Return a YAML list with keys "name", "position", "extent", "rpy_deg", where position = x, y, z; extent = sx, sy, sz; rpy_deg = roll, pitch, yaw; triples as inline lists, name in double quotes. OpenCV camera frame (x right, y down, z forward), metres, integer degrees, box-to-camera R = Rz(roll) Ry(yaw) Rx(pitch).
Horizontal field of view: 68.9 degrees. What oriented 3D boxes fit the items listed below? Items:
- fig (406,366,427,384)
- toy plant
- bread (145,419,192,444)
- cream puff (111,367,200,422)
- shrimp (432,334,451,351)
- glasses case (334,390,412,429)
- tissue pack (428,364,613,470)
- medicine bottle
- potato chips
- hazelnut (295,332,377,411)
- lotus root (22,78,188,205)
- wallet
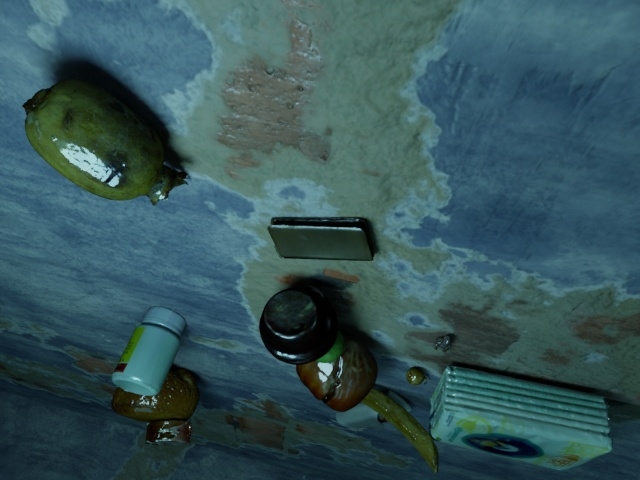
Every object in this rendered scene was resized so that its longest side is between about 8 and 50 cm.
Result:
- name: "fig"
  position: [0.272, 0.381, 1.294]
  extent: [0.050, 0.050, 0.083]
  rpy_deg: [-20, 141, 39]
- name: "toy plant"
  position: [-0.052, 0.201, 1.081]
  extent: [0.218, 0.175, 0.235]
  rpy_deg: [23, 158, 21]
- name: "bread"
  position: [-0.537, 0.683, 1.652]
  extent: [0.160, 0.073, 0.160]
  rpy_deg: [-2, 149, -1]
- name: "cream puff"
  position: [-0.594, 0.559, 1.720]
  extent: [0.302, 0.212, 0.303]
  rpy_deg: [3, 146, 2]
- name: "shrimp"
  position: [0.293, 0.251, 1.129]
  extent: [0.038, 0.029, 0.092]
  rpy_deg: [7, 147, 11]
- name: "glasses case"
  position: [0.170, 0.587, 1.571]
  extent: [0.128, 0.083, 0.308]
  rpy_deg: [29, 142, -16]
- name: "tissue pack"
  position: [0.499, 0.471, 1.232]
  extent: [0.387, 0.162, 0.287]
  rpy_deg: [9, 146, 10]
- name: "medicine bottle"
  position: [-0.487, 0.318, 1.344]
  extent: [0.139, 0.226, 0.139]
  rpy_deg: [11, 144, 8]
- name: "potato chips"
  position: [0.197, 0.513, 1.386]
  extent: [0.407, 0.080, 0.057]
  rpy_deg: [30, 148, 37]
- name: "hazelnut"
  position: [0.040, 0.334, 1.211]
  extent: [0.212, 0.181, 0.181]
  rpy_deg: [29, 163, -1]
- name: "lotus root"
  position: [-0.335, -0.139, 0.760]
  extent: [0.154, 0.154, 0.278]
  rpy_deg: [-17, 137, 37]
- name: "wallet"
  position: [0.000, 0.000, 0.906]
  extent: [0.197, 0.031, 0.110]
  rpy_deg: [2, 141, 19]
